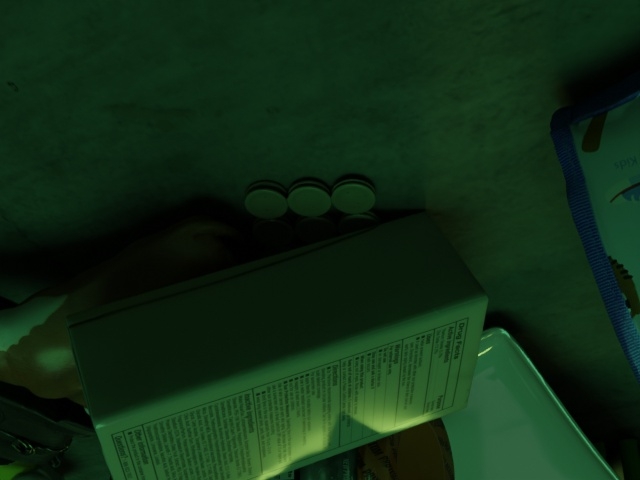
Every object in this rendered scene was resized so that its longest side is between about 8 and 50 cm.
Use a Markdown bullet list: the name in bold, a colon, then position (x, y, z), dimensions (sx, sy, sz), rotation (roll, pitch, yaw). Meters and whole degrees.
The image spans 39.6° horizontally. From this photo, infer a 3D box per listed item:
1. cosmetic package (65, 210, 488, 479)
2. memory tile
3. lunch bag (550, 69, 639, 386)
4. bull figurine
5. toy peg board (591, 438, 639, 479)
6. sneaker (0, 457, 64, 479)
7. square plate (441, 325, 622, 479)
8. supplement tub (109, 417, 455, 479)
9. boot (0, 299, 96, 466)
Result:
- **cosmetic package**: position (-0.032, 0.103, 0.730), dimensions (0.310, 0.113, 0.160), rotation (-16, 138, -16)
- **memory tile**: position (0.000, 0.000, 0.778), dimensions (0.113, 0.012, 0.148), rotation (-4, 139, 10)
- **lunch bag**: position (0.375, 0.021, 0.592), dimensions (0.328, 0.239, 0.385), rotation (-23, 102, 30)
- **bull figurine**: position (-0.190, 0.084, 0.796), dimensions (0.311, 0.101, 0.188), rotation (-24, 139, 13)
- **toy peg board**: position (0.321, 0.293, 1.058), dimensions (0.161, 0.079, 0.160), rotation (-9, 153, 17)
- **sneaker**: position (-0.512, 0.338, 1.118), dimensions (0.385, 0.145, 0.147), rotation (-20, 118, 2)
- **square plate**: position (0.166, 0.276, 0.972), dimensions (0.344, 0.049, 0.347), rotation (-33, 101, 35)
- **supplement tub**: position (-0.039, 0.242, 0.896), dimensions (0.316, 0.193, 0.193), rotation (-10, 138, 29)
- **boot**: position (-0.350, 0.168, 0.950), dimensions (0.263, 0.091, 0.229), rotation (39, 137, -24)
